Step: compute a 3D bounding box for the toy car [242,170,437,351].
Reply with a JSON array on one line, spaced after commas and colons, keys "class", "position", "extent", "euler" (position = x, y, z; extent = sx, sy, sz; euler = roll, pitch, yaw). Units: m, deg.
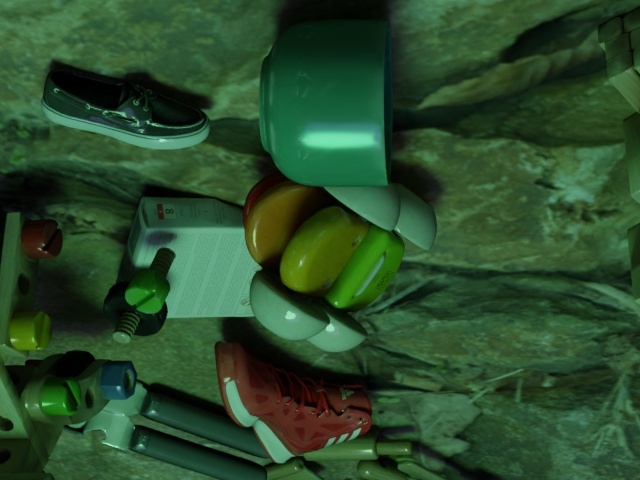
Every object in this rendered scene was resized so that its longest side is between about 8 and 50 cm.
[{"class": "toy car", "position": [0.000, 0.000, 1.288], "extent": [0.159, 0.136, 0.182], "euler": [-56, 151, 6]}]

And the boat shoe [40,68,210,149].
[{"class": "boat shoe", "position": [-0.161, -0.110, 1.230], "extent": [0.142, 0.049, 0.040], "euler": [9, 140, -4]}]

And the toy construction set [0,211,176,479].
[{"class": "toy construction set", "position": [-0.317, 0.121, 1.330], "extent": [0.308, 0.237, 0.257], "euler": [18, 140, 2]}]

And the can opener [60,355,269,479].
[{"class": "can opener", "position": [-0.182, 0.196, 1.607], "extent": [0.280, 0.074, 0.093], "euler": [21, 172, -18]}]

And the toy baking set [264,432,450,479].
[{"class": "toy baking set", "position": [0.065, 0.268, 1.697], "extent": [0.256, 0.030, 0.197], "euler": [-6, 146, 22]}]

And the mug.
[{"class": "mug", "position": [0.006, -0.098, 1.167], "extent": [0.097, 0.129, 0.158], "euler": [0, 141, 5]}]

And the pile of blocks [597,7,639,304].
[{"class": "pile of blocks", "position": [0.319, -0.046, 1.222], "extent": [0.149, 0.113, 0.362], "euler": [-7, 140, 12]}]

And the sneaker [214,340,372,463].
[{"class": "sneaker", "position": [-0.021, 0.151, 1.531], "extent": [0.128, 0.087, 0.221], "euler": [-16, 150, 10]}]

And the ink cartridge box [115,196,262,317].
[{"class": "ink cartridge box", "position": [-0.094, 0.016, 1.402], "extent": [0.179, 0.045, 0.145], "euler": [-2, 144, -22]}]
